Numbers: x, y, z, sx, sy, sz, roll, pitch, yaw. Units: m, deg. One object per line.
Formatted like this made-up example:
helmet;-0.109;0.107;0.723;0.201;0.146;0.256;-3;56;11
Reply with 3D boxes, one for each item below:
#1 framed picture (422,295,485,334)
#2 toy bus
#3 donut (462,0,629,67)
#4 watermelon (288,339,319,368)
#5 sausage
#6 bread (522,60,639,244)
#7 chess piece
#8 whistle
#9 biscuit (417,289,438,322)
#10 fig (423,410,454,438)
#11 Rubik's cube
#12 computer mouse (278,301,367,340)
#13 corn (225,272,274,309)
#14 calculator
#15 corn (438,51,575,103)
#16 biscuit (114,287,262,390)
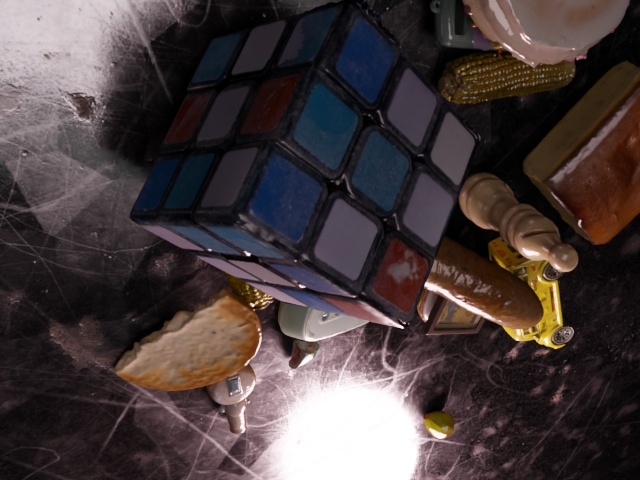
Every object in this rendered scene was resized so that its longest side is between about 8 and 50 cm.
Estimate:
framed picture;0.333;0.165;1.662;0.168;0.023;0.128;3;120;-33
toy bus;0.511;0.132;1.722;0.152;0.144;0.330;-22;125;-3
donut;0.391;-0.497;1.217;0.382;0.142;0.383;-8;108;-25
watermelon;-0.047;0.250;1.567;0.085;0.085;0.061;-32;89;-6
sausage;0.299;0.077;1.508;0.500;0.136;0.123;25;73;-21
bread;0.660;-0.188;1.600;0.333;0.143;0.323;-49;128;8
chess piece;0.423;-0.025;1.467;0.124;0.307;0.139;-21;127;-14
whistle;-0.190;0.340;1.533;0.107;0.057;0.220;-15;127;-20
biscuit;0.318;0.134;1.682;0.181;0.049;0.208;-31;131;-9
fig;0.318;0.494;1.898;0.088;0.074;0.074;29;104;-16
Rubik's cube;-0.026;-0.102;1.084;0.362;0.363;0.359;32;71;-38
computer mouse;0.029;0.117;1.485;0.288;0.097;0.160;-16;129;-40
corn;-0.143;-0.001;1.310;0.106;0.106;0.305;-22;127;-14
calculator;0.306;-0.424;1.302;0.246;0.045;0.141;-3;103;-26
corn;0.374;-0.328;1.392;0.319;0.097;0.097;-11;124;-23
biscuit;-0.237;0.212;1.391;0.309;0.040;0.204;-34;132;19
